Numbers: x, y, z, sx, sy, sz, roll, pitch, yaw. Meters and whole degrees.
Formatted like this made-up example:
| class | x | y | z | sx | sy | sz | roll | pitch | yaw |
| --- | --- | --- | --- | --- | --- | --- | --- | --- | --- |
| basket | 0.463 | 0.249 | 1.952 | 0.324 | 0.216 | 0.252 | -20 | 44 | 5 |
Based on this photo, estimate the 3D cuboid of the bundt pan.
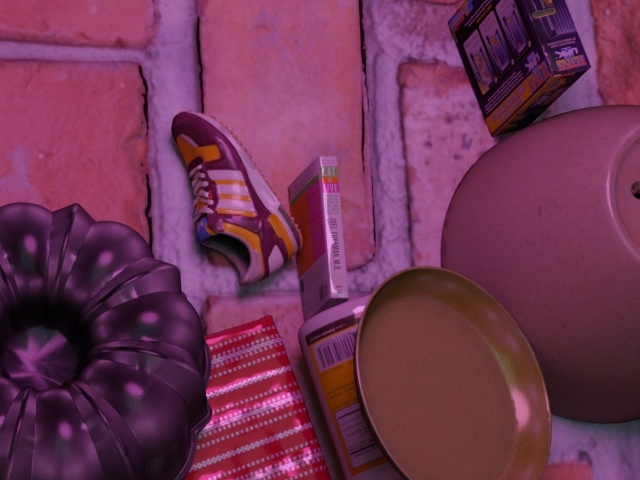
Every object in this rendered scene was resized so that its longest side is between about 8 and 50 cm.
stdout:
| class | x | y | z | sx | sy | sz | roll | pitch | yaw |
| --- | --- | --- | --- | --- | --- | --- | --- | --- | --- |
| bundt pan | -0.251 | 0.105 | 1.499 | 0.331 | 0.124 | 0.330 | 5 | 63 | -10 |

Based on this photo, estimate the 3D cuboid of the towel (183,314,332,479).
| class | x | y | z | sx | sy | sz | roll | pitch | yaw |
| --- | --- | --- | --- | --- | --- | --- | --- | --- | --- |
| towel | -0.089 | 0.223 | 1.582 | 0.199 | 0.031 | 0.274 | -16 | 77 | -20 |

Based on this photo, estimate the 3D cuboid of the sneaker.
| class | x | y | z | sx | sy | sz | roll | pitch | yaw |
| --- | --- | --- | --- | --- | --- | --- | --- | --- | --- |
| sneaker | -0.100 | -0.043 | 1.642 | 0.084 | 0.069 | 0.185 | -37 | 84 | -27 |

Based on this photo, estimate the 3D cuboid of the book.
| class | x | y | z | sx | sy | sz | roll | pitch | yaw |
| --- | --- | --- | --- | --- | --- | --- | --- | --- | --- |
| book | 0.000 | 0.000 | 1.640 | 0.035 | 0.096 | 0.144 | 0 | 73 | -15 |

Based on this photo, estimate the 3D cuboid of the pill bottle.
| class | x | y | z | sx | sy | sz | roll | pitch | yaw |
| --- | --- | --- | --- | --- | --- | --- | --- | --- | --- |
| pill bottle | 0.063 | 0.165 | 1.593 | 0.117 | 0.117 | 0.215 | -15 | 78 | -19 |

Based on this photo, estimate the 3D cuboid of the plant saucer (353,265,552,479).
| class | x | y | z | sx | sy | sz | roll | pitch | yaw |
| --- | --- | --- | --- | --- | --- | --- | --- | --- | --- |
| plant saucer | 0.116 | 0.141 | 1.541 | 0.241 | 0.037 | 0.241 | 20 | 56 | -32 |

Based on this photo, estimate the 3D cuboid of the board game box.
| class | x | y | z | sx | sy | sz | roll | pitch | yaw |
| --- | --- | --- | --- | --- | --- | --- | --- | --- | --- |
| board game box | 0.203 | -0.204 | 1.720 | 0.048 | 0.170 | 0.141 | -16 | 78 | -21 |

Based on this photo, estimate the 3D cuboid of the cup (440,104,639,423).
| class | x | y | z | sx | sy | sz | roll | pitch | yaw |
| --- | --- | --- | --- | --- | --- | --- | --- | --- | --- |
| cup | 0.311 | -0.005 | 1.650 | 0.331 | 0.237 | 0.331 | 4 | 71 | -13 |
